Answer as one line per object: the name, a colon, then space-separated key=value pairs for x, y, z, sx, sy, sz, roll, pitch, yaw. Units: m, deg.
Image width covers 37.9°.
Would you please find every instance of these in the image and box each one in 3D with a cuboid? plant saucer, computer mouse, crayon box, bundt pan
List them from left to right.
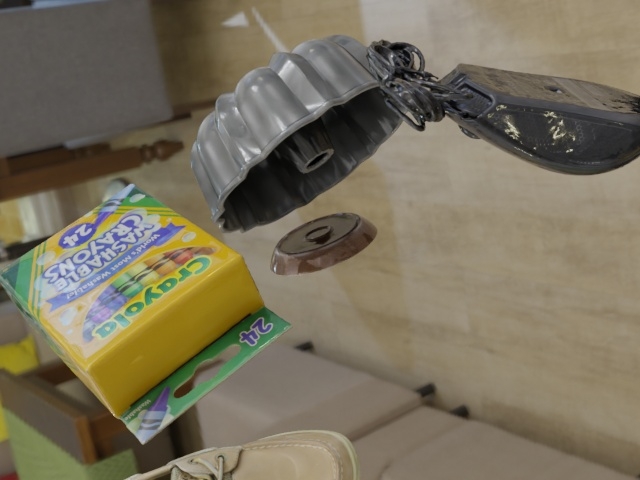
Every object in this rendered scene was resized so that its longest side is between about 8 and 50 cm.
crayon box: x=-0.209 y=0.064 z=1.051 sx=0.323 sy=0.203 sz=0.083 roll=30 pitch=149 yaw=46
bundt pan: x=-0.036 y=-0.155 z=1.267 sx=0.124 sy=0.331 sz=0.331 roll=56 pitch=143 yaw=12
plant saucer: x=0.000 y=0.000 z=1.366 sx=0.168 sy=0.168 sz=0.029 roll=6 pitch=124 yaw=54
computer mouse: x=0.172 y=-0.108 z=0.831 sx=0.188 sy=0.272 sz=0.072 roll=-100 pitch=20 yaw=-65

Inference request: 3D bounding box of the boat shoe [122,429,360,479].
boat shoe: x=-0.109 y=0.258 z=0.919 sx=0.302 sy=0.098 sz=0.109 roll=-17 pitch=67 yaw=14
